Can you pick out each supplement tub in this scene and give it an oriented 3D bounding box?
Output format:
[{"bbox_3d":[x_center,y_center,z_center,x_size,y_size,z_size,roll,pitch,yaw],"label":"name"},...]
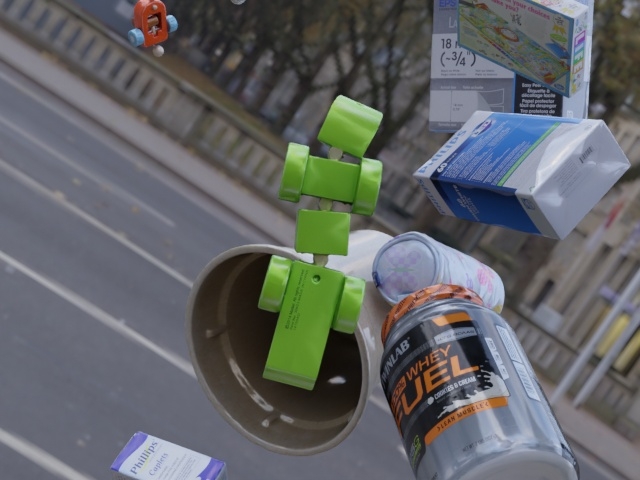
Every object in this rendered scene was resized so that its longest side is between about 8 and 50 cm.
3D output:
[{"bbox_3d":[0.190,0.215,1.660,0.193,0.193,0.316,31,25,-35],"label":"supplement tub"}]

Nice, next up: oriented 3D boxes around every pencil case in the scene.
[{"bbox_3d":[0.187,0.069,1.998,0.273,0.113,0.124,20,48,-59],"label":"pencil case"}]

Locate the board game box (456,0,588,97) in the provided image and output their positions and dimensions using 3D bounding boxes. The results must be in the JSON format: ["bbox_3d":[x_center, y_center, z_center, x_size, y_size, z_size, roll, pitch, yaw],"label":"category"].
[{"bbox_3d":[0.210,-0.225,1.371,0.154,0.026,0.103,32,-33,32],"label":"board game box"}]

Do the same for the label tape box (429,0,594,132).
[{"bbox_3d":[0.300,-0.334,2.045,0.240,0.334,0.106,5,5,36],"label":"label tape box"}]

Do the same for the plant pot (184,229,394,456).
[{"bbox_3d":[0.010,0.127,2.050,0.333,0.334,0.305,35,32,20],"label":"plant pot"}]

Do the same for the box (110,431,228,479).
[{"bbox_3d":[-0.192,0.331,1.701,0.137,0.072,0.126,16,-43,19],"label":"box"}]

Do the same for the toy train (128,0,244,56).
[{"bbox_3d":[-0.159,-0.290,1.473,0.046,0.166,0.125,33,-38,37],"label":"toy train"}]

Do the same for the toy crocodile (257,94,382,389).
[{"bbox_3d":[0.000,0.000,1.489,0.115,0.341,0.105,10,-1,-2],"label":"toy crocodile"}]

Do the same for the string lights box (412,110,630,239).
[{"bbox_3d":[0.242,-0.087,1.607,0.077,0.133,0.259,52,-16,-24],"label":"string lights box"}]
